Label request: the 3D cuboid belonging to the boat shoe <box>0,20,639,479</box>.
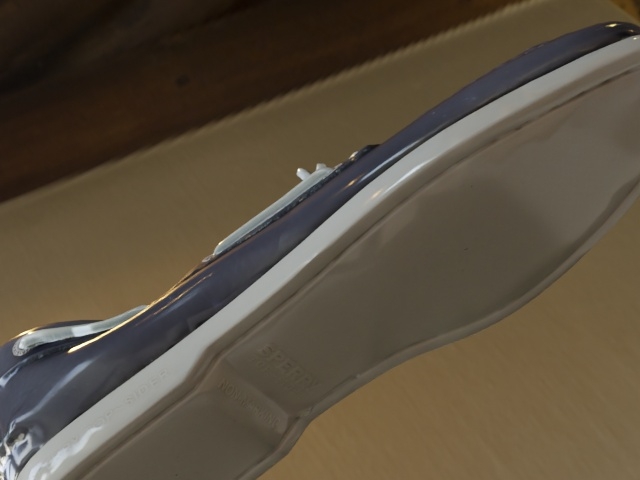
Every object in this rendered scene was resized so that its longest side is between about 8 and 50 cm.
[{"bbox_3d":[0.000,0.000,0.380,0.206,0.065,0.075,-36,-39,0],"label":"boat shoe"}]
